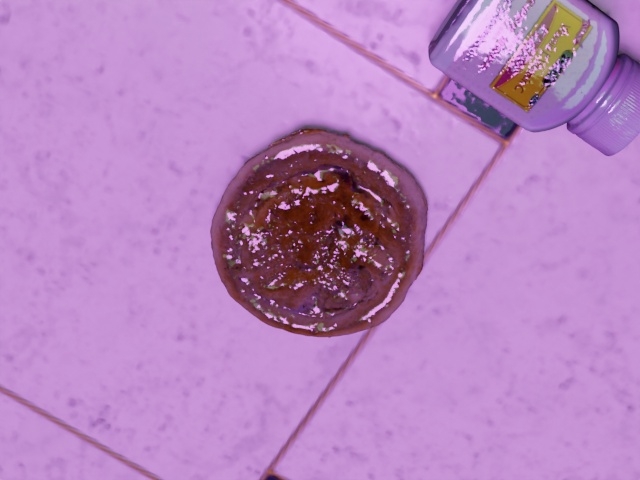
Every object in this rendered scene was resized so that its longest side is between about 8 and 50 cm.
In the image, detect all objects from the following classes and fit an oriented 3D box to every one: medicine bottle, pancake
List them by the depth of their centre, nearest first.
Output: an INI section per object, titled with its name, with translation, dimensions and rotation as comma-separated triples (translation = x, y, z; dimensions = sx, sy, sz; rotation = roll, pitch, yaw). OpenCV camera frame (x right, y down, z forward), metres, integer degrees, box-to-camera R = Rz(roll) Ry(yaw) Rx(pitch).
[medicine bottle]
translation = 0.126, -0.099, 0.568
dimensions = 0.118, 0.055, 0.074
rotation = 34, 109, -7
[pancake]
translation = 0.000, 0.000, 0.635
dimensions = 0.139, 0.022, 0.139
rotation = 2, 111, 5
